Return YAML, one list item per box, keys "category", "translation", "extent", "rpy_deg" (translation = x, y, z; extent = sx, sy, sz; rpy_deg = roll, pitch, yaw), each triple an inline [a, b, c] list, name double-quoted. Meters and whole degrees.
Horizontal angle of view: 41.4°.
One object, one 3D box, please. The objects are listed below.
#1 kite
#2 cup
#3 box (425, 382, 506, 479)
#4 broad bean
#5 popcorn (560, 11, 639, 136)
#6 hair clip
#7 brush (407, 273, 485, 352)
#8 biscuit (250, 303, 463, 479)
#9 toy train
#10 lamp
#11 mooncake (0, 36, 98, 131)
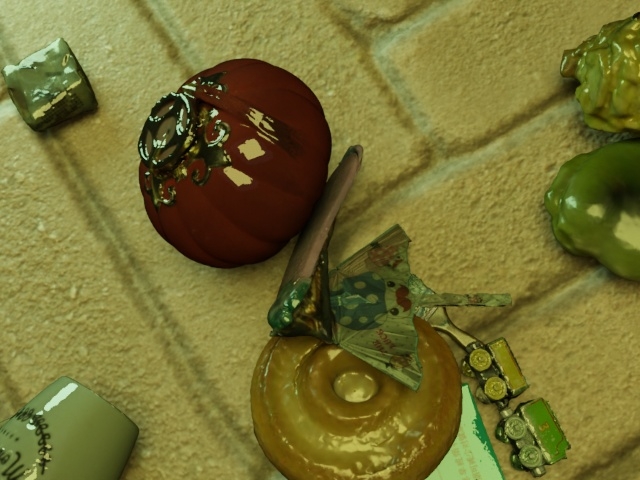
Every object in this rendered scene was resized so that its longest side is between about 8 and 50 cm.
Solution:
- category: "kite"
  translation: [0.105, 0.081, 1.177]
  extent: [0.314, 0.011, 0.335]
  rpy_deg: [-4, 41, 6]
- category: "cup"
  translation: [-0.392, 0.302, 1.146]
  extent: [0.258, 0.186, 0.234]
  rpy_deg: [16, 61, 36]
- category: "box"
  translation: [0.126, 0.309, 1.171]
  extent: [0.226, 0.042, 0.161]
  rpy_deg: [-19, 71, -4]
- category: "broad bean"
  translation: [0.477, -0.045, 1.236]
  extent: [0.291, 0.119, 0.238]
  rpy_deg: [-8, 62, -3]
- category: "popcorn"
  translation: [0.488, -0.265, 1.256]
  extent: [0.266, 0.192, 0.233]
  rpy_deg: [18, 52, 43]
- category: "hair clip"
  translation: [-0.001, 0.001, 1.211]
  extent: [0.096, 0.110, 0.358]
  rpy_deg: [4, 50, 10]
- category: "brush"
  translation: [0.184, 0.124, 1.245]
  extent: [0.196, 0.021, 0.070]
  rpy_deg: [38, 76, 11]
- category: "biscuit"
  translation: [0.046, 0.207, 1.147]
  extent: [0.296, 0.102, 0.296]
  rpy_deg: [-5, 53, 6]
- category: "toy train"
  translation: [0.270, 0.227, 1.177]
  extent: [0.081, 0.060, 0.202]
  rpy_deg: [-24, 78, -14]
- category: "lamp"
  translation: [-0.123, -0.111, 1.206]
  extent: [0.303, 0.257, 0.303]
  rpy_deg: [-20, 59, 38]
- category: "mooncake"
  translation: [-0.437, -0.244, 1.367]
  extent: [0.125, 0.073, 0.130]
  rpy_deg: [-28, 71, -3]
